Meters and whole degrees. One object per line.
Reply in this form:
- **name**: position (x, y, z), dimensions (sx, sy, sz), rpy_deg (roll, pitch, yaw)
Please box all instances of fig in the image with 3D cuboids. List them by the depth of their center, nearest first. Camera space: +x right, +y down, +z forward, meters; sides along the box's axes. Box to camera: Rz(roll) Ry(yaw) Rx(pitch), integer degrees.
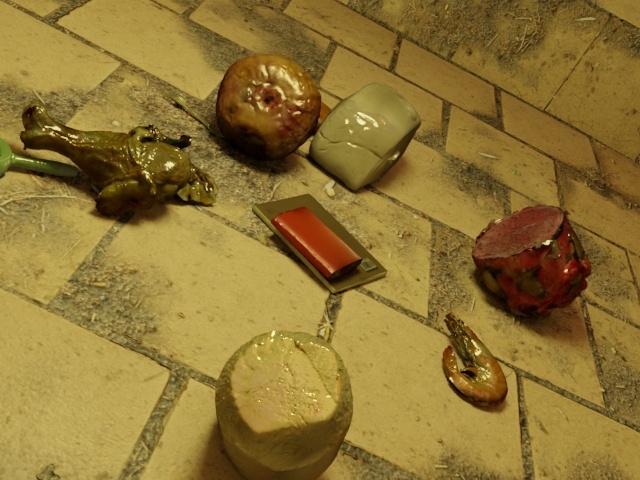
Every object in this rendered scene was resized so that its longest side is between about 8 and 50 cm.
- **fig**: position (-0.133, -0.360, 2.218), dimensions (0.286, 0.286, 0.369), rpy_deg (31, 5, 1)

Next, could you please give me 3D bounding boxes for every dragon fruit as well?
- **dragon fruit**: position (0.577, 0.087, 2.157), dimensions (0.263, 0.296, 0.314), rpy_deg (60, 23, -17)

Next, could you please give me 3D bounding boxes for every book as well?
- **book**: position (0.000, 0.000, 1.993), dimensions (0.310, 0.021, 0.217), rpy_deg (45, 35, 23)

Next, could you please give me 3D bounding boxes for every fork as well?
- **fork**: position (-0.338, -0.343, 2.189), dimensions (0.219, 0.028, 0.034), rpy_deg (36, 28, 10)

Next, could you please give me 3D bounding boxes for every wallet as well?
- **wallet**: position (-0.010, 0.005, 1.916), dimensions (0.204, 0.045, 0.142), rpy_deg (43, 32, 18)

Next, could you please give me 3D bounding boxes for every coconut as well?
- **coconut**: position (-0.062, 0.284, 1.345), dimensions (0.239, 0.244, 0.239), rpy_deg (2, 60, -3)

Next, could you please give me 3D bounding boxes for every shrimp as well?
- **shrimp**: position (0.339, 0.275, 1.849), dimensions (0.150, 0.068, 0.249), rpy_deg (3, 45, -28)

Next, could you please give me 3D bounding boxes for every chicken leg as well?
- **chicken leg**: position (-0.460, -0.158, 1.724), dimensions (0.360, 0.140, 0.212), rpy_deg (8, 64, -17)

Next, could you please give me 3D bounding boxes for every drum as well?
- **drum**: position (-0.645, -0.179, 1.686), dimensions (0.253, 0.049, 0.130), rpy_deg (-3, 45, -49)

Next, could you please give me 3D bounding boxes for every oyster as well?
- **oyster**: position (-0.343, -0.175, 1.906), dimensions (0.222, 0.083, 0.214), rpy_deg (14, 37, -36)

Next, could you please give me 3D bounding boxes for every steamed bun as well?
- **steamed bun**: position (0.149, -0.331, 2.356), dimensions (0.247, 0.236, 0.383), rpy_deg (43, 38, 5)

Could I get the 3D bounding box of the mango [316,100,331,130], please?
- **mango**: position (-0.047, -0.389, 2.434), dimensions (0.217, 0.102, 0.141), rpy_deg (12, 12, -38)
